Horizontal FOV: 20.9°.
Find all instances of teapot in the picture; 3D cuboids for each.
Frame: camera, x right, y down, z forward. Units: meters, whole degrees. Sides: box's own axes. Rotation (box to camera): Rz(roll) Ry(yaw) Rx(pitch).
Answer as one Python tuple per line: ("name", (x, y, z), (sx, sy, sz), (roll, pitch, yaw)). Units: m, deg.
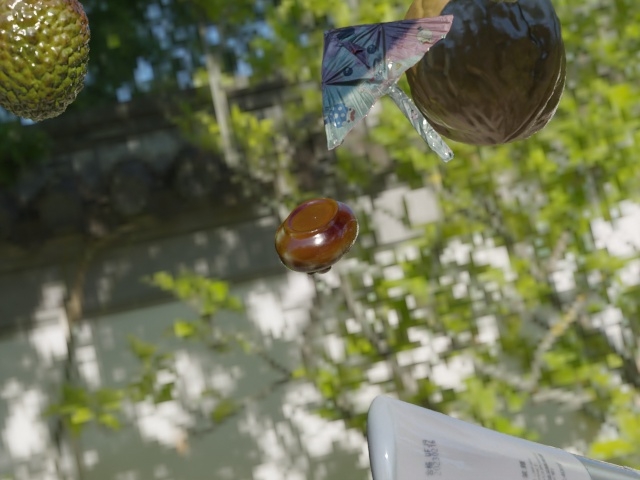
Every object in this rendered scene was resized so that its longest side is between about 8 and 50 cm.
("teapot", (0.000, 0.000, 2.083), (0.098, 0.078, 0.129), (-1, 33, 23))

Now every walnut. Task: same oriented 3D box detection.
("walnut", (0.199, -0.218, 2.113), (0.228, 0.228, 0.228), (-12, -10, -2))

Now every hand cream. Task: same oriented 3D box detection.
("hand cream", (0.119, 0.146, 1.018), (0.255, 0.079, 0.048), (16, -33, -41))

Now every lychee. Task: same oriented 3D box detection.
("lychee", (-0.255, -0.173, 1.508), (0.114, 0.146, 0.114), (-13, -16, -4))

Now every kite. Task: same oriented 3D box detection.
("kite", (0.054, -0.115, 1.281), (0.137, 0.152, 0.005), (-48, -26, -1))

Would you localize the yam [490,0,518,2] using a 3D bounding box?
("yam", (0.228, -0.364, 1.834), (0.202, 0.201, 0.271), (11, 25, 37))
